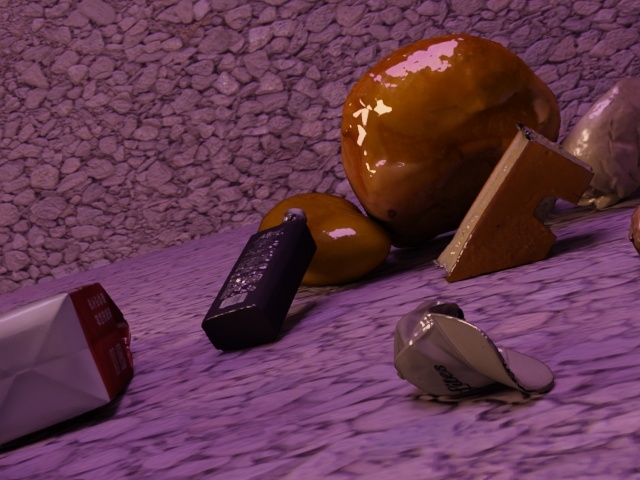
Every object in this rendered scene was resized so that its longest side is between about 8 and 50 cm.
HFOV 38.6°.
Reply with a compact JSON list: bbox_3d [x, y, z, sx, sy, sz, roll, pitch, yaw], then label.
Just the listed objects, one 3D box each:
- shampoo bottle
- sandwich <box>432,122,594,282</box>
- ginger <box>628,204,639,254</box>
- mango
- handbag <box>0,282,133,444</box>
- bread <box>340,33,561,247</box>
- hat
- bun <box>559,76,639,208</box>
[{"bbox_3d":[-0.073,0.039,1.320,0.098,0.071,0.309,-19,25,24],"label":"shampoo bottle"},{"bbox_3d":[0.267,-0.031,1.259,0.235,0.128,0.122,-59,-2,11],"label":"sandwich"},{"bbox_3d":[0.431,-0.026,0.966,0.204,0.080,0.104,-14,-25,12],"label":"ginger"},{"bbox_3d":[-0.008,0.002,1.543,0.195,0.142,0.331,-21,14,-9],"label":"mango"},{"bbox_3d":[-0.347,0.144,1.172,0.171,0.151,0.298,-21,3,-4],"label":"handbag"},{"bbox_3d":[0.200,-0.186,1.502,0.361,0.250,0.394,-27,-18,5],"label":"bread"},{"bbox_3d":[0.125,0.100,0.774,0.122,0.081,0.166,26,-3,-34],"label":"hat"},{"bbox_3d":[0.468,-0.148,1.466,0.229,0.145,0.229,-43,-10,-9],"label":"bun"}]
